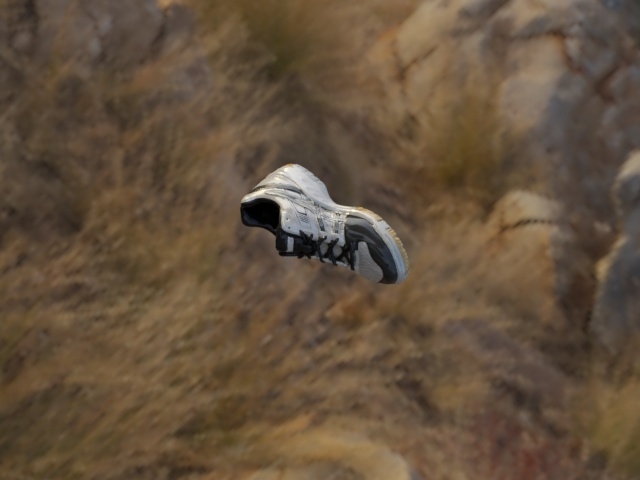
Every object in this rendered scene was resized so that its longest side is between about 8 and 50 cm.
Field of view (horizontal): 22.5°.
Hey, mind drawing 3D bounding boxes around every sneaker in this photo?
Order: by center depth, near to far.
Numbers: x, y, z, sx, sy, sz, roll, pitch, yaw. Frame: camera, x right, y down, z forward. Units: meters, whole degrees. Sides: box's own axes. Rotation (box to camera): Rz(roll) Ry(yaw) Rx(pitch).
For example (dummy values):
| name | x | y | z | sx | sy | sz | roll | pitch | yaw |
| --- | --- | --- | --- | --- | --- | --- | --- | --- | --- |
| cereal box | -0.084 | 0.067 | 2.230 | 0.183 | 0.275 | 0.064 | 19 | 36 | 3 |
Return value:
| name | x | y | z | sx | sy | sz | roll | pitch | yaw |
| --- | --- | --- | --- | --- | --- | --- | --- | --- | --- |
| sneaker | 0.000 | 0.000 | 0.683 | 0.037 | 0.032 | 0.083 | -31 | 47 | -33 |
